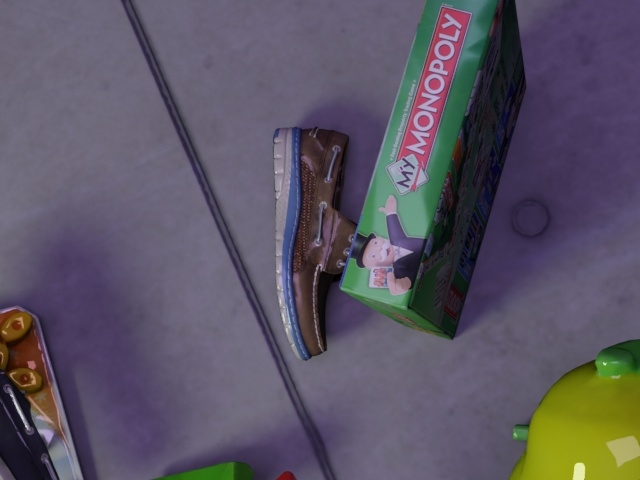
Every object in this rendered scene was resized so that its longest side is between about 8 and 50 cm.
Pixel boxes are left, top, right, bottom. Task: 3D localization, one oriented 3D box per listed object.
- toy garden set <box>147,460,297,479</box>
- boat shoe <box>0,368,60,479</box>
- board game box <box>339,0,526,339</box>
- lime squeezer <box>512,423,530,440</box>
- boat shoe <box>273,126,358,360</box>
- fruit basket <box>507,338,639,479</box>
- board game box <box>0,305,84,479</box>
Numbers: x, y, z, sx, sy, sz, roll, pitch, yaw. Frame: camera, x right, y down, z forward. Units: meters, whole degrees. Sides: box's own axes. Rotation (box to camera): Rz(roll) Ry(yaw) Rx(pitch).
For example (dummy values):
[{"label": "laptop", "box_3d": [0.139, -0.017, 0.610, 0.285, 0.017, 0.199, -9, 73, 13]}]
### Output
[{"label": "toy garden set", "box_3d": [-0.047, 0.283, 1.078, 0.204, 0.049, 0.244, -20, 65, 44]}, {"label": "boat shoe", "box_3d": [-0.249, 0.136, 1.120, 0.075, 0.065, 0.206, -33, 77, 32]}, {"label": "board game box", "box_3d": [0.087, -0.048, 1.020, 0.046, 0.317, 0.213, 17, 86, 11]}, {"label": "lime squeezer", "box_3d": [0.294, 0.203, 1.107, 0.310, 0.059, 0.110, 40, 120, 9]}, {"label": "boat shoe", "box_3d": [0.000, 0.000, 1.154, 0.066, 0.066, 0.183, -4, 83, 6]}, {"label": "fruit basket", "box_3d": [0.197, 0.252, 0.975, 0.392, 0.283, 0.392, -2, 80, 13]}, {"label": "board game box", "box_3d": [-0.353, 0.279, 1.117, 0.390, 0.050, 0.389, -15, 81, -13]}]
